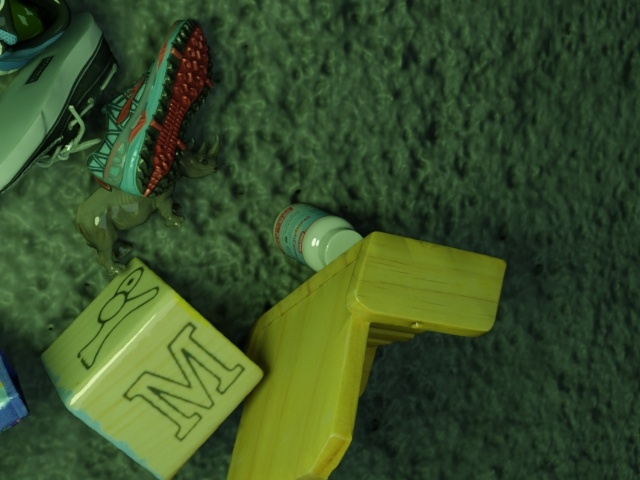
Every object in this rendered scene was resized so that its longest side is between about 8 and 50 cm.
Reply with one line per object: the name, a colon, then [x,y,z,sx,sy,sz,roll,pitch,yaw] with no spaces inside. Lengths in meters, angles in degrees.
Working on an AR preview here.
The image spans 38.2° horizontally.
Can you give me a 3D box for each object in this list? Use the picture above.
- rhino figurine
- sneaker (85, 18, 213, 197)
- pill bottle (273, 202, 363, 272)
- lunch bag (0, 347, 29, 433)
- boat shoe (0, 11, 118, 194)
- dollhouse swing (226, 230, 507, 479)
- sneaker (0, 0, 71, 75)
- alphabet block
rhino figurine: [-0.229,-0.068,1.265,0.243,0.073,0.106,-42,120,-14]
sneaker: [-0.233,-0.185,1.213,0.104,0.125,0.261,56,47,-57]
pill bottle: [0.000,0.000,1.348,0.087,0.160,0.087,-7,105,-26]
lunch bag: [-0.465,0.214,1.089,0.221,0.293,0.138,-29,115,-18]
boat shoe: [-0.329,-0.145,1.115,0.306,0.113,0.105,-77,148,-42]
dollhouse swing: [0.061,0.204,1.260,0.315,0.347,0.304,12,59,-29]
sneaker: [-0.402,-0.240,0.963,0.330,0.147,0.129,-22,98,-54]
alphabet block: [-0.232,0.170,1.259,0.197,0.192,0.193,-47,120,-8]
